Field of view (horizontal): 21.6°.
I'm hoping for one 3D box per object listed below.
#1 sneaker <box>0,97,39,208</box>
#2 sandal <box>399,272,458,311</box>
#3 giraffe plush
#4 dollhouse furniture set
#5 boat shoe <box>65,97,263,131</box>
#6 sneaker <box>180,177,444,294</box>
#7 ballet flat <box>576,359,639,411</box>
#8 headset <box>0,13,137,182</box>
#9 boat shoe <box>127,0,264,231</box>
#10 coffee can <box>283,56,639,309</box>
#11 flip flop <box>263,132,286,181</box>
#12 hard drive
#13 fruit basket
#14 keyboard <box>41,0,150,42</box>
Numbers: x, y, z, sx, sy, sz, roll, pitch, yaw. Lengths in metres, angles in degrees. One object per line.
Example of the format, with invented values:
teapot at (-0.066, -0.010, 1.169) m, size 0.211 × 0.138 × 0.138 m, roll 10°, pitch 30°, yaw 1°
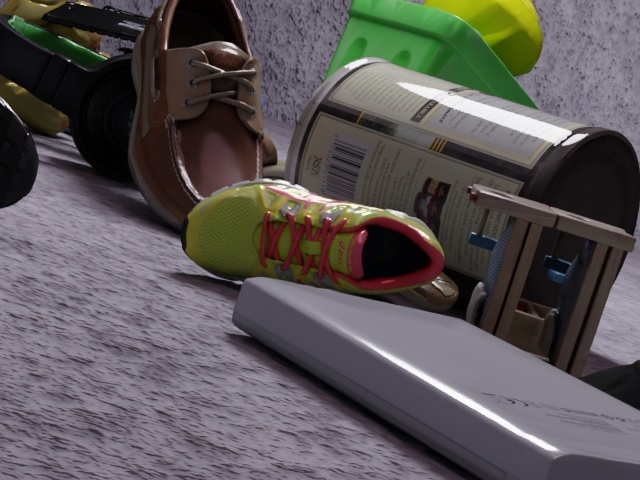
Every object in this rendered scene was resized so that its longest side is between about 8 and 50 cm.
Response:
sneaker at (-0.325, -0.095, 1.226) m, size 0.283 × 0.107 × 0.124 m, roll 19°, pitch 0°, yaw 9°
sandal at (0.053, 0.028, 1.451) m, size 0.072 × 0.049 × 0.180 m, roll 3°, pitch 21°, yaw -34°
giraffe plush at (-0.368, -0.207, 1.951) m, size 0.210 × 0.181 × 0.170 m, roll -25°, pitch 16°, yaw -26°
dollhouse furniture set at (0.158, 0.029, 1.352) m, size 0.129 × 0.129 × 0.183 m, roll 18°, pitch 7°, yaw -1°
boat shoe at (-0.192, -0.178, 2.004) m, size 0.258 × 0.089 × 0.109 m, roll -6°, pitch 11°, yaw 13°
sneaker at (0.000, 0.000, 1.264) m, size 0.209 × 0.081 × 0.094 m, roll 3°, pitch 7°, yaw -14°
ballet flat at (0.277, 0.118, 1.066) m, size 0.095 × 0.096 × 0.280 m, roll 26°, pitch -1°, yaw -44°
headset at (-0.165, -0.154, 1.771) m, size 0.394 × 0.185 × 0.243 m, roll 29°, pitch 8°, yaw 6°
boat shoe at (-0.111, -0.129, 1.546) m, size 0.123 × 0.116 × 0.324 m, roll 7°, pitch 41°, yaw -24°
coffee can at (0.132, -0.045, 1.585) m, size 0.275 × 0.201 × 0.201 m, roll 23°, pitch 8°, yaw 36°
flip flop at (-0.091, -0.110, 2.058) m, size 0.277 × 0.080 × 0.112 m, roll 5°, pitch 13°, yaw -46°
hard drive at (0.107, 0.099, 1.019) m, size 0.203 × 0.040 × 0.307 m, roll 13°, pitch 8°, yaw -36°
fruit basket at (0.211, -0.223, 2.250) m, size 0.392 × 0.392 × 0.283 m, roll 13°, pitch 8°, yaw -38°
keyboard at (-0.202, -0.221, 1.837) m, size 0.192 × 0.038 × 0.100 m, roll 15°, pitch 23°, yaw 12°
